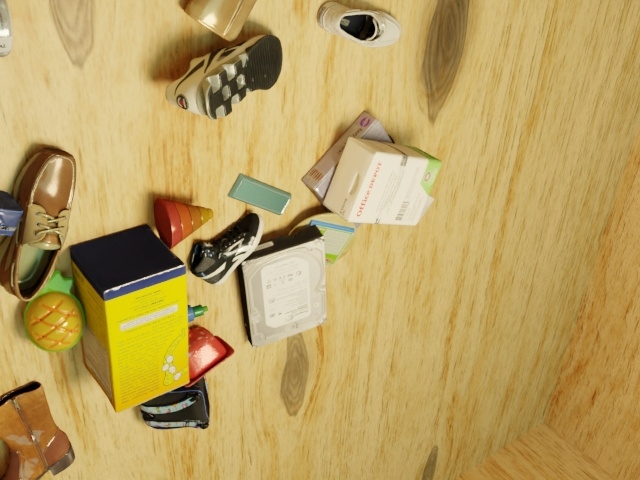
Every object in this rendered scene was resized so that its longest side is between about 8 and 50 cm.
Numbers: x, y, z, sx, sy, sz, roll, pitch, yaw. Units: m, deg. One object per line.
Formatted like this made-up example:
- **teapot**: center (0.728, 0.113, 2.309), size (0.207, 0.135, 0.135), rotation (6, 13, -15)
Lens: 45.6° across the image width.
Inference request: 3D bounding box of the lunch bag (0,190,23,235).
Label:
- **lunch bag**: center (-0.625, -0.049, 1.468), size (0.067, 0.098, 0.065), rotation (9, 115, -51)

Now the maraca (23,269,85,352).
- **maraca**: center (-0.585, 0.156, 1.664), size (0.127, 0.099, 0.186), rotation (-11, 105, -23)

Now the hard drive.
- **hard drive**: center (-0.100, 0.133, 2.071), size (0.236, 0.064, 0.339), rotation (-17, 135, -18)

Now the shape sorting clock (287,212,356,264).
- **shape sorting clock**: center (0.000, 0.000, 2.090), size (0.206, 0.040, 0.206), rotation (-13, 134, -13)

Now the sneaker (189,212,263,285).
- **sneaker**: center (-0.239, 0.010, 1.882), size (0.217, 0.079, 0.121), rotation (-54, 139, 4)

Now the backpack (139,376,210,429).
- **backpack**: center (-0.389, 0.428, 2.029), size (0.173, 0.117, 0.158), rotation (-7, 128, -2)

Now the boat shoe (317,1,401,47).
- **boat shoe**: center (0.110, -0.503, 1.816), size (0.258, 0.084, 0.095), rotation (-6, 123, -40)

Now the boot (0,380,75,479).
- **boot**: center (-0.728, 0.497, 1.784), size (0.264, 0.096, 0.281), rotation (-30, 135, -23)

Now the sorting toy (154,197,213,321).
- **sorting toy**: center (-0.310, 0.053, 1.803), size (0.126, 0.127, 0.366), rotation (-15, 128, -27)

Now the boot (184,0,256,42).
- **boot**: center (-0.127, -0.534, 1.582), size (0.236, 0.089, 0.270), rotation (24, 103, -41)

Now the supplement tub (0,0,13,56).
- **supplement tub**: center (-0.613, -0.352, 1.238), size (0.190, 0.117, 0.117), rotation (-15, 129, -35)

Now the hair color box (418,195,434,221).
- **hair color box**: center (0.258, -0.124, 2.261), size (0.167, 0.053, 0.093), rotation (26, 101, -50)

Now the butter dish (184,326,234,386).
- **butter dish**: center (-0.329, 0.278, 1.971), size (0.159, 0.160, 0.118), rotation (-35, 114, -18)

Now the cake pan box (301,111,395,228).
- **cake pan box**: center (0.105, -0.183, 2.066), size (0.267, 0.070, 0.246), rotation (-49, 142, -3)

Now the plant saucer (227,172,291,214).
- **plant saucer**: center (-0.148, -0.112, 1.923), size (0.192, 0.018, 0.067), rotation (19, 105, -49)

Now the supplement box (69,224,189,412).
- **supplement box**: center (-0.431, 0.178, 1.743), size (0.195, 0.194, 0.357), rotation (-19, 131, -32)

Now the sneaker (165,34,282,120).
- **sneaker**: center (-0.202, -0.364, 1.620), size (0.330, 0.146, 0.123), rotation (-43, 139, -49)

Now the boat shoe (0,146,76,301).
- **boat shoe**: center (-0.557, -0.023, 1.532), size (0.122, 0.120, 0.324), rotation (5, 116, -45)

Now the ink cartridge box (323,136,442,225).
- **ink cartridge box**: center (0.166, -0.152, 2.004), size (0.272, 0.114, 0.198), rotation (2, 117, -44)
